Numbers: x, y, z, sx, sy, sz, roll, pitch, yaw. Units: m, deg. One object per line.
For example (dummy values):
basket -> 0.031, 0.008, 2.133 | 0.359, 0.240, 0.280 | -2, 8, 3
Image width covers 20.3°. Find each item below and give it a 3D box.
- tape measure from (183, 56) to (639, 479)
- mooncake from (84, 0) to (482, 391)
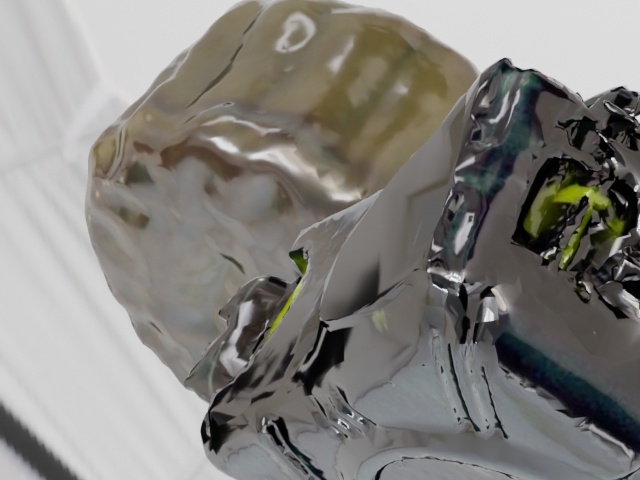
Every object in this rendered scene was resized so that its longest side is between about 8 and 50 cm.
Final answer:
tape measure -> 0.075, 0.049, 0.529 | 0.186, 0.199, 0.112 | 36, -116, -10
mooncake -> 0.000, 0.000, 1.091 | 0.161, 0.290, 0.290 | -49, -57, -36
